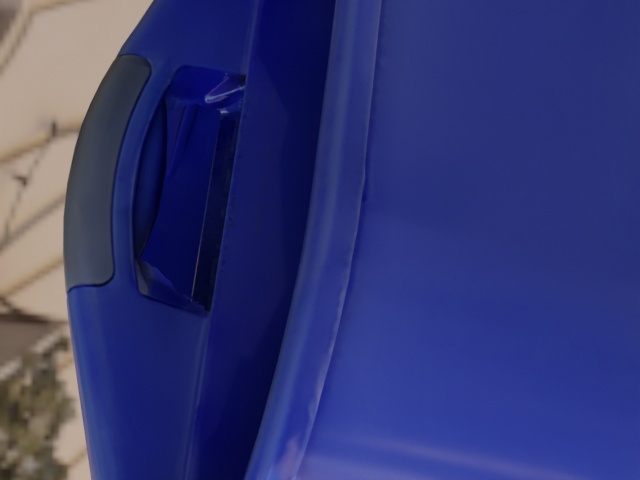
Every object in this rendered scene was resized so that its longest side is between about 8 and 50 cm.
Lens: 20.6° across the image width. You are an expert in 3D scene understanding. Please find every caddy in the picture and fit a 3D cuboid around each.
[{"bbox_3d":[0.000,0.000,0.608,0.179,0.341,0.241,17,148,-16],"label":"caddy"}]
